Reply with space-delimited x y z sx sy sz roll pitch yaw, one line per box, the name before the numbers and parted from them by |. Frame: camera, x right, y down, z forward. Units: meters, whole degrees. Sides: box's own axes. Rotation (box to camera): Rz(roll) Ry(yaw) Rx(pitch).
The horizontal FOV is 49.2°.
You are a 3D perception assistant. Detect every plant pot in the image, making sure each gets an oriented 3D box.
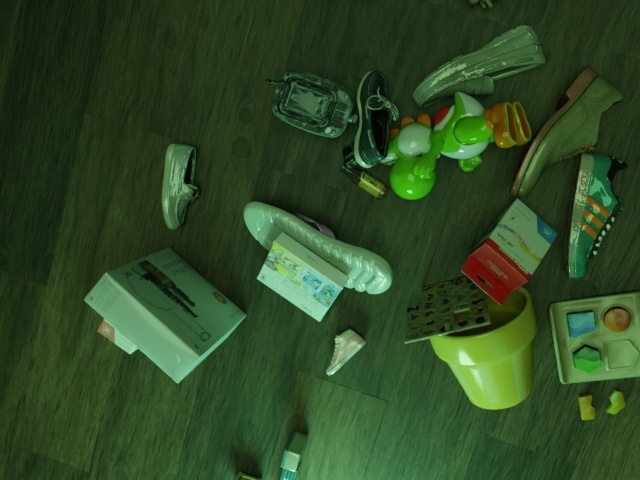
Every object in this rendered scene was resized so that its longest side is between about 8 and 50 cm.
plant pot | 0.404 0.261 1.677 0.254 0.254 0.239 -17 109 11

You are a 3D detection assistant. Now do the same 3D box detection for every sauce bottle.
sauce bottle | 0.108 -0.152 1.762 0.128 0.042 0.042 33 102 2

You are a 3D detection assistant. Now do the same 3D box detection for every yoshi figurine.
yoshi figurine | 0.299 -0.197 1.641 0.362 0.203 0.203 -13 133 34

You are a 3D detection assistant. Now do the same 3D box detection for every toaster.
toaster | -0.021 -0.333 1.706 0.227 0.146 0.129 20 100 6

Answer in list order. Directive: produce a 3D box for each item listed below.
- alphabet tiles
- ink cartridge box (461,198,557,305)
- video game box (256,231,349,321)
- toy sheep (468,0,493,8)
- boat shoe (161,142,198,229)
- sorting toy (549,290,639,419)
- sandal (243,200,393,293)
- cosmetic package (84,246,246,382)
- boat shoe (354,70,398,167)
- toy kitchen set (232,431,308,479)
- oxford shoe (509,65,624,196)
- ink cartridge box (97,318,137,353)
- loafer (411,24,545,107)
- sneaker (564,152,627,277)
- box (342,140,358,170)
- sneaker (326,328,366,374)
alphabet tiles | 0.298 0.158 1.674 0.198 0.237 0.009 -16 112 15
ink cartridge box | 0.444 0.026 1.642 0.134 0.231 0.078 41 146 2
video game box | -0.049 0.094 1.767 0.205 0.048 0.187 34 145 3
toy sheep | 0.397 -0.601 1.634 0.132 0.091 0.091 -41 90 -2
boat shoe | -0.360 -0.140 1.823 0.081 0.079 0.227 5 95 13
sorting toy | 0.701 0.289 1.723 0.229 0.041 0.307 -10 96 11
sandal | -0.003 0.010 1.768 0.416 0.102 0.169 28 140 10
cosmetic package | -0.360 0.166 1.712 0.284 0.377 0.097 43 103 1
boat shoe | 0.134 -0.299 1.669 0.079 0.095 0.254 -17 55 48
toy kitchen set | -0.145 0.612 1.867 0.166 0.122 0.207 16 100 7
oxford shoe | 0.564 -0.231 1.604 0.130 0.123 0.348 35 91 9
ink cartridge box | -0.502 0.191 1.897 0.115 0.067 0.198 33 101 4
loafer | 0.372 -0.390 1.651 0.319 0.112 0.111 -26 84 11
sneaker | 0.651 -0.053 1.651 0.121 0.108 0.302 8 97 13
box | 0.094 -0.221 1.734 0.083 0.067 0.018 -31 134 31
sneaker | 0.050 0.286 1.828 0.070 0.051 0.134 45 99 3
